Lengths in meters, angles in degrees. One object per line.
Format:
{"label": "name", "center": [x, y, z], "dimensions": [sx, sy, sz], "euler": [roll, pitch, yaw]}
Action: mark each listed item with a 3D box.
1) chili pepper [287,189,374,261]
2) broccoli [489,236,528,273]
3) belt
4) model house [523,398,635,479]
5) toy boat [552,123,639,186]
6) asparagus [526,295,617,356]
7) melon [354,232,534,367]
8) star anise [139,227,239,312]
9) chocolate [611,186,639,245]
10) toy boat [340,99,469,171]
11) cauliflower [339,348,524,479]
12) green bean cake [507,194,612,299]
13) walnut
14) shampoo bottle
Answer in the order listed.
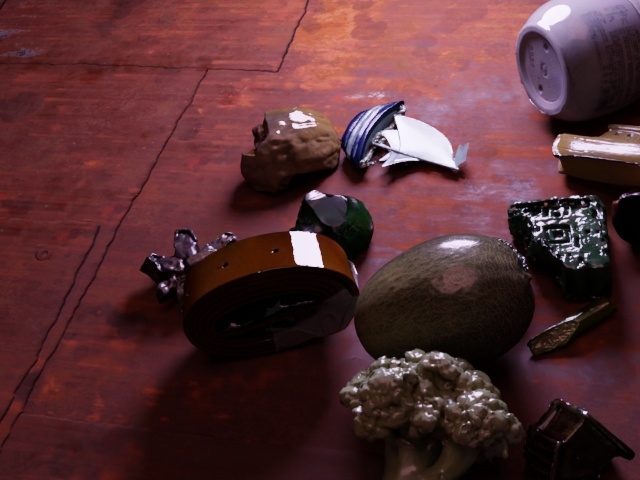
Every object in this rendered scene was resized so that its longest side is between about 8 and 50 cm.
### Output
{"label": "chili pepper", "center": [0.001, -0.007, 2.130], "dimensions": [0.264, 0.116, 0.148], "euler": [-37, 53, -20]}
{"label": "broccoli", "center": [0.298, 0.075, 2.008], "dimensions": [0.204, 0.122, 0.118], "euler": [-23, 30, 11]}
{"label": "belt", "center": [-0.095, 0.105, 1.982], "dimensions": [0.339, 0.217, 0.122], "euler": [-15, 40, 4]}
{"label": "model house", "center": [0.397, 0.348, 1.724], "dimensions": [0.152, 0.106, 0.165], "euler": [-44, 16, -11]}
{"label": "toy boat", "center": [0.614, -0.172, 2.098], "dimensions": [0.321, 0.089, 0.121], "euler": [11, 50, 46]}
{"label": "asparagus", "center": [0.460, 0.157, 1.916], "dimensions": [0.178, 0.041, 0.045], "euler": [-29, 39, -12]}
{"label": "melon", "center": [0.219, 0.117, 1.866], "dimensions": [0.329, 0.248, 0.248], "euler": [-17, 44, 18]}
{"label": "star anise", "center": [-0.248, 0.050, 2.153], "dimensions": [0.220, 0.099, 0.214], "euler": [-27, 56, -13]}
{"label": "chocolate", "center": [0.630, -0.058, 2.022], "dimensions": [0.133, 0.127, 0.124], "euler": [-18, 51, -38]}
{"label": "toy boat", "center": [0.173, -0.209, 2.315], "dimensions": [0.210, 0.070, 0.291], "euler": [-34, 51, -17]}
{"label": "cauliflower", "center": [0.165, 0.304, 1.698], "dimensions": [0.327, 0.260, 0.281], "euler": [-4, 38, 40]}
{"label": "green bean cake", "center": [0.459, 0.014, 2.007], "dimensions": [0.194, 0.107, 0.208], "euler": [-2, 48, 10]}
{"label": "walnut", "center": [-0.062, -0.222, 2.337], "dimensions": [0.204, 0.141, 0.238], "euler": [13, 54, 19]}
{"label": "shampoo bottle", "center": [0.584, -0.401, 2.253], "dimensions": [0.266, 0.273, 0.273], "euler": [-17, 45, -15]}
